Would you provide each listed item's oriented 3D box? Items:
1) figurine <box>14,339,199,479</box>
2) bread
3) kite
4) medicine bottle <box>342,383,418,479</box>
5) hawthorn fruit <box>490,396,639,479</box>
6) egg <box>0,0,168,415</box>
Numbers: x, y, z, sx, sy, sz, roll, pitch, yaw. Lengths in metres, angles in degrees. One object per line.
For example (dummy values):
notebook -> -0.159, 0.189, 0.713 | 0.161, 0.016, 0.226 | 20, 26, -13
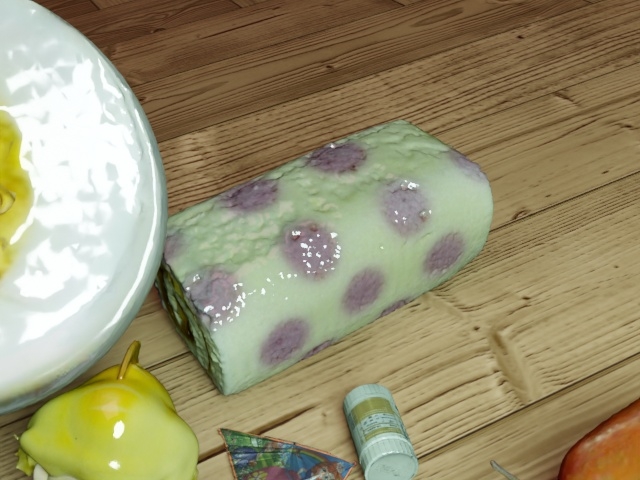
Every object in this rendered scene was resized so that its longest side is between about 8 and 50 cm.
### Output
figurine -> -0.179, 0.196, 0.682 | 0.156, 0.131, 0.246 | 11, 48, -4
bread -> 0.000, 0.000, 0.891 | 0.338, 0.155, 0.187 | -25, 41, -23
kite -> -0.044, 0.213, 0.713 | 0.159, 0.010, 0.190 | -16, 32, -8
medicine bottle -> 0.049, 0.165, 0.729 | 0.047, 0.047, 0.083 | -13, 33, -6
hawthorn fruit -> 0.221, 0.186, 0.585 | 0.203, 0.162, 0.162 | -21, 28, 24
egg -> -0.324, -0.029, 0.782 | 0.354, 0.354, 0.340 | -19, 4, -14
